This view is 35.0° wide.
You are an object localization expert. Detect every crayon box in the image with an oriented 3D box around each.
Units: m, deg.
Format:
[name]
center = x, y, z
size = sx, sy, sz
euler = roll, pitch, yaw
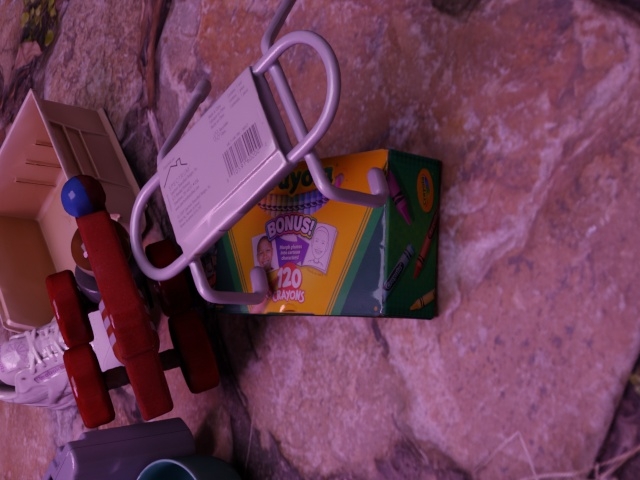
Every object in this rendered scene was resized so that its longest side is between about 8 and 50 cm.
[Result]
[crayon box]
center = 0.000, 0.000, 1.099
size = 0.278, 0.081, 0.165
euler = -4, 81, 48

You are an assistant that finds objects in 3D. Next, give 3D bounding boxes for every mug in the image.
[mug]
center = -0.156, 0.315, 1.207
size = 0.157, 0.097, 0.130
euler = 20, 98, 38

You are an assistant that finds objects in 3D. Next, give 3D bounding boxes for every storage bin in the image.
[storage bin]
center = -0.395, -0.033, 1.513
size = 0.262, 0.123, 0.260
euler = -52, 50, 29

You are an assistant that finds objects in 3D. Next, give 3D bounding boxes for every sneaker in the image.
[sneaker]
center = -0.364, 0.166, 1.431
size = 0.305, 0.152, 0.114
euler = -37, 56, 37

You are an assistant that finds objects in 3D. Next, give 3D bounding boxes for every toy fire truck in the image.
[toy fire truck]
center = -0.239, 0.056, 1.202
size = 0.254, 0.169, 0.302
euler = 88, 161, -48

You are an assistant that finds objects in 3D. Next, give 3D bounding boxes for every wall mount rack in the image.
[wall mount rack]
center = -0.073, -0.114, 1.051
size = 0.350, 0.130, 0.304
euler = -39, 60, 37

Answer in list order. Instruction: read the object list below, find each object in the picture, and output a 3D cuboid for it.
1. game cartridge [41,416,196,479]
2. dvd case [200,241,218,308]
[game cartridge]
center = -0.275, 0.346, 1.269
size = 0.062, 0.198, 0.297
euler = 52, 126, 37
[dvd case]
center = -0.129, 0.015, 1.293
size = 0.087, 0.013, 0.120
euler = -38, 59, 38
